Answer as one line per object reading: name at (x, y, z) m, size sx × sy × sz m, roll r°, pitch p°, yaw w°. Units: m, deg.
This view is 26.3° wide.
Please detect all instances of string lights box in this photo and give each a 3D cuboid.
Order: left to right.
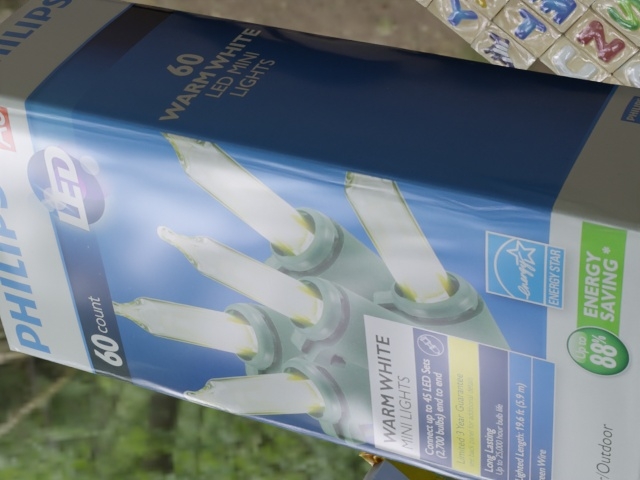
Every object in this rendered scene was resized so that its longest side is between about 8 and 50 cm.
string lights box at (0.000, 0.000, 0.491) m, size 0.259 × 0.133 × 0.077 m, roll 12°, pitch -138°, yaw 22°

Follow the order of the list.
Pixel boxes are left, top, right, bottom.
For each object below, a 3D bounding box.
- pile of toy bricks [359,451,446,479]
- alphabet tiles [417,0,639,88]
pile of toy bricks at (0.105, 0.148, 0.646) m, size 0.105 × 0.212 × 0.118 m, roll -52°, pitch -175°, yaw -28°
alphabet tiles at (0.127, -0.161, 0.840) m, size 0.009 × 0.237 × 0.198 m, roll -51°, pitch -179°, yaw -22°
